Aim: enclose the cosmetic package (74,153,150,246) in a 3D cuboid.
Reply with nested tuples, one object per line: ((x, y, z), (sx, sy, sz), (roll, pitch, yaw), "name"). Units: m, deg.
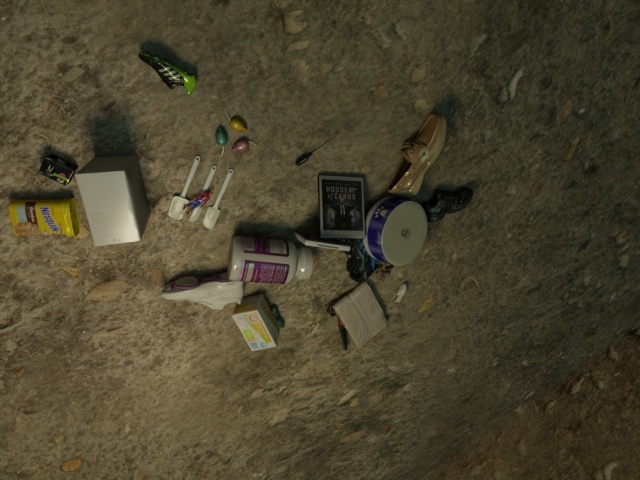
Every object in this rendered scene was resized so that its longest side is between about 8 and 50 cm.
((-0.634, -0.134, 1.256), (0.138, 0.224, 0.225), (-9, 116, -12), "cosmetic package")

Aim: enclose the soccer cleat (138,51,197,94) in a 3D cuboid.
((-0.469, -0.509, 1.230), (0.179, 0.060, 0.072), (22, 107, -27), "soccer cleat")

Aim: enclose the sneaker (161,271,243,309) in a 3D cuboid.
((-0.440, 0.210, 1.530), (0.305, 0.114, 0.152), (-4, 113, -14), "sneaker")

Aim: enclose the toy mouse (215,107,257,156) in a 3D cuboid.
((-0.301, -0.340, 1.369), (0.161, 0.031, 0.143), (35, 100, -26), "toy mouse")

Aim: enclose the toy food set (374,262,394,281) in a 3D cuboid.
((0.285, 0.117, 1.755), (0.078, 0.019, 0.122), (33, 94, -26), "toy food set")

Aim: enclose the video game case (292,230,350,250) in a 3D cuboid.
((0.000, 0.000, 1.522), (0.173, 0.190, 0.022), (9, 98, -19), "video game case")

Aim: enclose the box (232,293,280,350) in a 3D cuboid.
((-0.256, 0.332, 1.630), (0.114, 0.103, 0.203), (-15, 118, 13), "box")

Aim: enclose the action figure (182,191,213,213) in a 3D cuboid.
((-0.425, -0.135, 1.411), (0.115, 0.030, 0.038), (-37, 117, -3), "action figure")

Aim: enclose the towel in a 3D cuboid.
((0.182, 0.335, 1.786), (0.187, 0.049, 0.282), (-36, 120, -12), "towel")

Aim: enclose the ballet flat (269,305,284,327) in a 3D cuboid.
((-0.188, 0.325, 1.705), (0.041, 0.041, 0.114), (-23, 118, -5), "ballet flat")

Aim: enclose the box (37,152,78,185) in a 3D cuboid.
((-0.819, -0.222, 1.261), (0.083, 0.052, 0.062), (28, 104, -24), "box")

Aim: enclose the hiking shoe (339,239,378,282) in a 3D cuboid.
((0.156, 0.014, 1.640), (0.132, 0.113, 0.304), (-27, 116, -38), "hiking shoe")

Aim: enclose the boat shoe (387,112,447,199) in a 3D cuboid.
((0.362, -0.321, 1.519), (0.110, 0.121, 0.341), (13, 111, -22), "boat shoe")

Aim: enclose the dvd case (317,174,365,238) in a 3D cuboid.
((0.079, -0.124, 1.514), (0.179, 0.029, 0.239), (1, 83, -17), "dvd case")

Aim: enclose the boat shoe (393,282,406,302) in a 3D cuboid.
((0.356, 0.236, 1.820), (0.035, 0.035, 0.100), (9, 117, -23), "boat shoe")

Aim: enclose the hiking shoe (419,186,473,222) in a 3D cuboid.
((0.520, -0.168, 1.654), (0.227, 0.086, 0.114), (-31, 122, 0), "hiking shoe")

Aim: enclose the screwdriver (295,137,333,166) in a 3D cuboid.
((-0.018, -0.321, 1.467), (0.170, 0.024, 0.025), (-31, 89, -3), "screwdriver")

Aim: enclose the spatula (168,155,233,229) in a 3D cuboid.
((-0.418, -0.166, 1.422), (0.168, 0.019, 0.242), (21, 107, -22), "spatula")

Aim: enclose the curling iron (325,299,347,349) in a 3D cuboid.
((0.080, 0.380, 1.802), (0.068, 0.035, 0.274), (-23, 117, -12), "curling iron")

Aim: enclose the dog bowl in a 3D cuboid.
((0.297, -0.037, 1.588), (0.265, 0.104, 0.265), (-12, 110, -35), "dog bowl")

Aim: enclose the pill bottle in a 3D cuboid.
((-0.187, 0.077, 1.514), (0.301, 0.169, 0.169), (6, 112, -18), "pill bottle")

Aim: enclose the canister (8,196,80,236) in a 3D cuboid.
((-0.885, -0.073, 1.298), (0.170, 0.073, 0.126), (-2, 114, -14), "canister")
